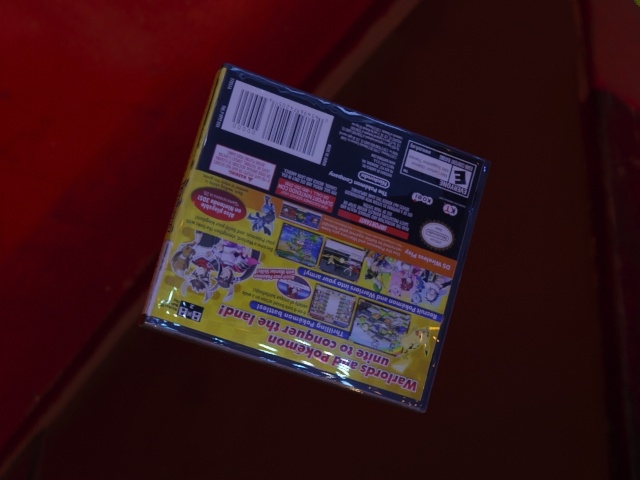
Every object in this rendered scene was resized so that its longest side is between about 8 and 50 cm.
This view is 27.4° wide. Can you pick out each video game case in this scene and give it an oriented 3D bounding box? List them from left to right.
[{"bbox_3d":[0.000,0.000,1.197,0.275,0.248,0.035,19,168,-15],"label":"video game case"}]

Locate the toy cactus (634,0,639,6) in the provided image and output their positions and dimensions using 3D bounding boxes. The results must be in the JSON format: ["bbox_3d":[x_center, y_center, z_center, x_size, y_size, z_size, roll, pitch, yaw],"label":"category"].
[{"bbox_3d":[0.344,-0.341,1.576,0.180,0.112,0.219,3,-166,-45],"label":"toy cactus"}]
